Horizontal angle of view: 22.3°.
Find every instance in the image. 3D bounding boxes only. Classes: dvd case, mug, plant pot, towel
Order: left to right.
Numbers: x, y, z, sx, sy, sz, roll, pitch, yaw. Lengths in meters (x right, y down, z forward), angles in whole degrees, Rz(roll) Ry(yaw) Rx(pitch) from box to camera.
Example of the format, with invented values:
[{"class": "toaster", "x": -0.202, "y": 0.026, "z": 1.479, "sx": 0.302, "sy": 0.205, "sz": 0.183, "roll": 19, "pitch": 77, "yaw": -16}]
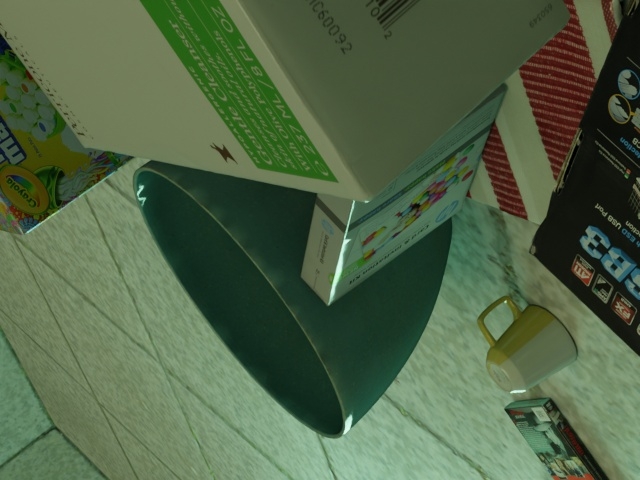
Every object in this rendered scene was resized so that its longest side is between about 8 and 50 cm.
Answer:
[{"class": "plant pot", "x": 0.000, "y": 0.000, "z": 1.430, "sx": 0.290, "sy": 0.195, "sz": 0.290, "roll": 47, "pitch": 163, "yaw": 19}, {"class": "towel", "x": 0.134, "y": -0.112, "z": 1.185, "sx": 0.329, "sy": 0.037, "sz": 0.237, "roll": 26, "pitch": 147, "yaw": 51}, {"class": "mug", "x": 0.173, "y": 0.095, "z": 1.412, "sx": 0.078, "sy": 0.064, "sz": 0.062, "roll": 40, "pitch": 158, "yaw": 32}, {"class": "dvd case", "x": 0.229, "y": 0.203, "z": 1.546, "sx": 0.119, "sy": 0.013, "sz": 0.087, "roll": 53, "pitch": 161, "yaw": -4}]

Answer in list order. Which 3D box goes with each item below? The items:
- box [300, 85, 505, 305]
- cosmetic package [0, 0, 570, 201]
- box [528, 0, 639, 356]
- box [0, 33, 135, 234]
[{"class": "box", "x": 0.057, "y": -0.039, "z": 1.209, "sx": 0.038, "sy": 0.145, "sz": 0.186, "roll": 49, "pitch": 158, "yaw": 16}, {"class": "cosmetic package", "x": -0.060, "y": -0.154, "z": 0.882, "sx": 0.197, "sy": 0.155, "sz": 0.365, "roll": 55, "pitch": 160, "yaw": -22}, {"class": "box", "x": 0.265, "y": -0.012, "z": 0.851, "sx": 0.295, "sy": 0.073, "sz": 0.293, "roll": 47, "pitch": 143, "yaw": 29}, {"class": "box", "x": -0.283, "y": -0.204, "z": 1.604, "sx": 0.290, "sy": 0.279, "sz": 0.177, "roll": 60, "pitch": 159, "yaw": -18}]
